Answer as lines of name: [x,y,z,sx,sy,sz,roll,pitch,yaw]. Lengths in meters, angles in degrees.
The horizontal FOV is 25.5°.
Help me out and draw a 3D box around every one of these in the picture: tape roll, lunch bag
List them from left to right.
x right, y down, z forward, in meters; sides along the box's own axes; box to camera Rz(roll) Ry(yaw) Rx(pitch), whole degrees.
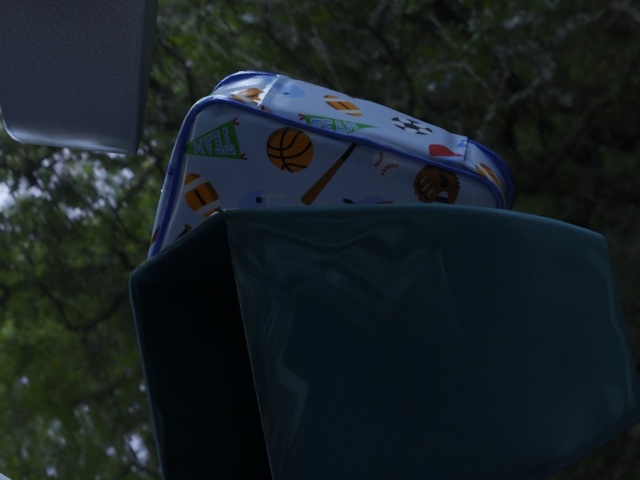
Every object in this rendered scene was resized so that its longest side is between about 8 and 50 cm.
tape roll: [-0.109,-0.239,0.745,0.072,0.392,0.392,6,-51,-6]
lunch bag: [0.000,0.000,1.217,0.303,0.115,0.243,18,-67,5]

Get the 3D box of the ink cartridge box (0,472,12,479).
ink cartridge box: [-0.227,0.251,0.763,0.239,0.060,0.275,32,-78,-4]

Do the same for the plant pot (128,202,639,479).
plant pot: [0.042,0.067,0.766,0.234,0.166,0.165,-8,-9,-25]
